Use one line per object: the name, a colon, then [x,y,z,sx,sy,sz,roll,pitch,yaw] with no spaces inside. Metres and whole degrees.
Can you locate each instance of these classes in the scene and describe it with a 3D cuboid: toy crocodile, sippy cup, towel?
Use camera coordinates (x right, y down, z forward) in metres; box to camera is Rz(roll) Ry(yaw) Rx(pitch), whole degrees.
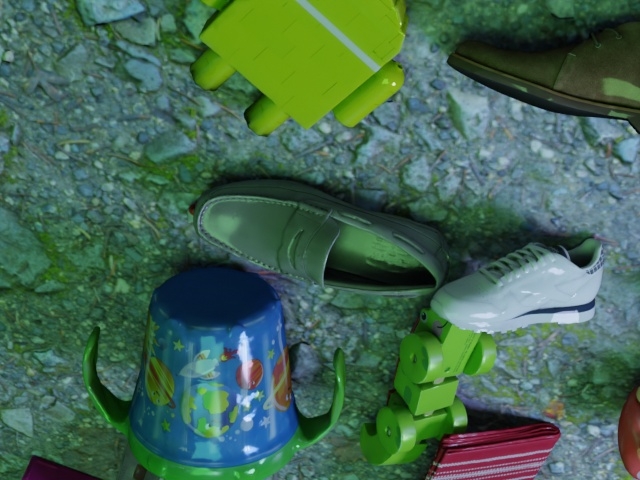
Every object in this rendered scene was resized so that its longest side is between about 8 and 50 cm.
toy crocodile: [0.141,0.181,1.564,0.115,0.105,0.340,-8,133,-30]
sippy cup: [-0.137,0.164,1.537,0.305,0.240,0.224,-13,121,-28]
towel: [0.210,0.359,1.678,0.199,0.031,0.275,-2,134,-26]

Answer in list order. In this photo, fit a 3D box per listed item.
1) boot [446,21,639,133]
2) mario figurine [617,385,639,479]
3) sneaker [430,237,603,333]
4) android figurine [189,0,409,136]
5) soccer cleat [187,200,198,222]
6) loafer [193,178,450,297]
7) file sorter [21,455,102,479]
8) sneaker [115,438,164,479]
boot: [0.292,-0.186,1.270,0.305,0.112,0.115,14,98,6]
mario figurine: [0.508,0.208,1.457,0.320,0.170,0.198,-45,74,26]
sneaker: [0.235,0.049,1.409,0.235,0.090,0.094,-8,123,-29]
android figurine: [-0.016,-0.232,1.300,0.248,0.056,0.273,38,125,-17]
soccer cleat: [-0.131,-0.021,1.504,0.083,0.029,0.035,22,137,-2]
loafer: [0.000,0.000,1.430,0.319,0.111,0.112,10,110,1]
file sorter: [-0.364,0.514,1.853,0.291,0.202,0.182,21,131,-5]
sneaker: [-0.243,0.327,1.771,0.083,0.118,0.222,30,100,11]
